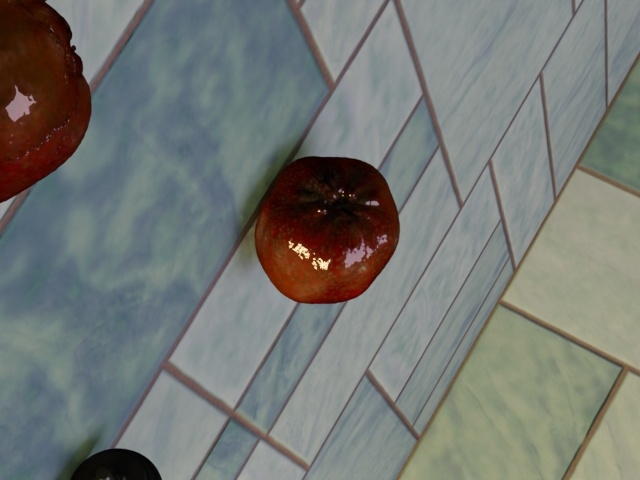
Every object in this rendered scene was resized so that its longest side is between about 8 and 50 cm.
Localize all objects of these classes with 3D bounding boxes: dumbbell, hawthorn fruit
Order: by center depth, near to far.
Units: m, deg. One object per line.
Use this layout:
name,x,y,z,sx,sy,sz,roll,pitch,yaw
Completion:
hawthorn fruit,-0.224,-0.082,0.817,0.172,0.148,0.148,-40,157,-6
dumbbell,-0.204,0.274,1.390,0.099,0.099,0.208,-54,161,-22
hawthorn fruit,0.000,0.000,1.494,0.157,0.157,0.194,-48,174,-36
